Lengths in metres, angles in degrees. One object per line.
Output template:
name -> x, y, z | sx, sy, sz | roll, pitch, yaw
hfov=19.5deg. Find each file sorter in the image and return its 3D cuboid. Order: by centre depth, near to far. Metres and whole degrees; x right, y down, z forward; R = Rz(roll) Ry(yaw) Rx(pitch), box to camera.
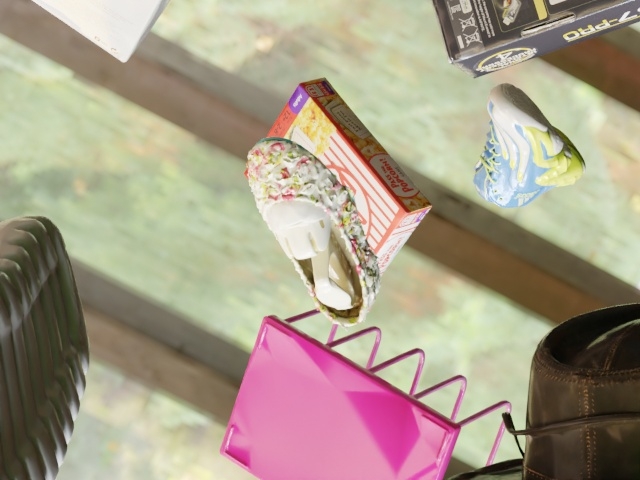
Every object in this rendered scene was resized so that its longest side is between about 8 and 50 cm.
file sorter -> 0.062, 0.231, 2.339 | 0.182, 0.291, 0.202 | -16, 129, -55

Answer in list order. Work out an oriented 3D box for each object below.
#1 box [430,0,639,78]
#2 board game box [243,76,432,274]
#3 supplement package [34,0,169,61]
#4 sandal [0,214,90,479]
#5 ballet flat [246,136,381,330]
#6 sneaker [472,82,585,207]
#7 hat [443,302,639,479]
box -> 0.226, -0.392, 1.781 | 0.318, 0.394, 0.097 | -19, 169, 17
board game box -> 0.016, -0.056, 2.010 | 0.045, 0.193, 0.146 | -18, 150, -44
supplement package -> -0.181, -0.290, 1.531 | 0.149, 0.194, 0.203 | -59, -174, -26
sandal -> -0.219, 0.095, 1.058 | 0.416, 0.102, 0.169 | -56, 133, -78
ballet flat -> 0.000, 0.000, 1.746 | 0.091, 0.241, 0.077 | -12, -130, 21
sneaker -> 0.229, -0.097, 2.223 | 0.126, 0.240, 0.091 | -39, -124, 11
hat -> 0.222, 0.112, 1.262 | 0.331, 0.331, 0.133 | -172, -105, -82
